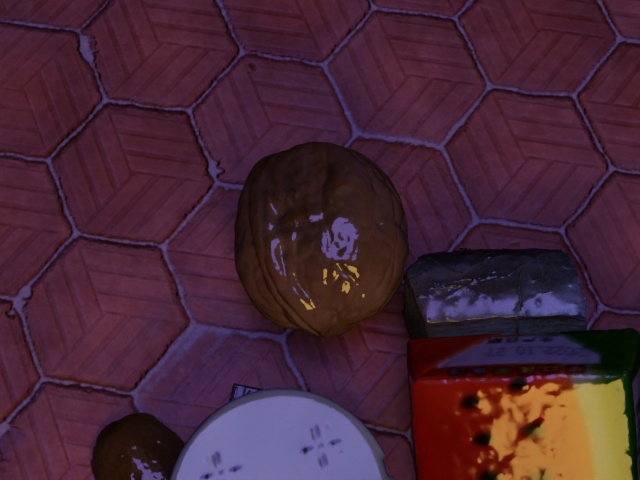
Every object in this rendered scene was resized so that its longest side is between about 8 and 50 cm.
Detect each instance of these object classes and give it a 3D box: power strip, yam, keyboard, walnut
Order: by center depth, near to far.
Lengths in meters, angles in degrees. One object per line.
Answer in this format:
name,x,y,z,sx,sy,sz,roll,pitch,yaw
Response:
power strip,-0.075,0.395,1.599,0.358,0.161,0.357,2,74,-8
walnut,-0.001,-0.001,1.687,0.277,0.252,0.313,-5,66,7
yam,0.267,0.107,1.699,0.271,0.202,0.201,-6,42,-1
keyboard,-0.130,0.295,1.725,0.049,0.015,0.129,10,73,8

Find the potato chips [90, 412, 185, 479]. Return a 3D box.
potato chips,-0.273,0.364,1.686,0.150,0.049,0.201,-31,72,-11

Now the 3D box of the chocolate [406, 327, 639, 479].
chocolate,0.298,0.320,1.550,0.341,0.161,0.360,-4,97,13
